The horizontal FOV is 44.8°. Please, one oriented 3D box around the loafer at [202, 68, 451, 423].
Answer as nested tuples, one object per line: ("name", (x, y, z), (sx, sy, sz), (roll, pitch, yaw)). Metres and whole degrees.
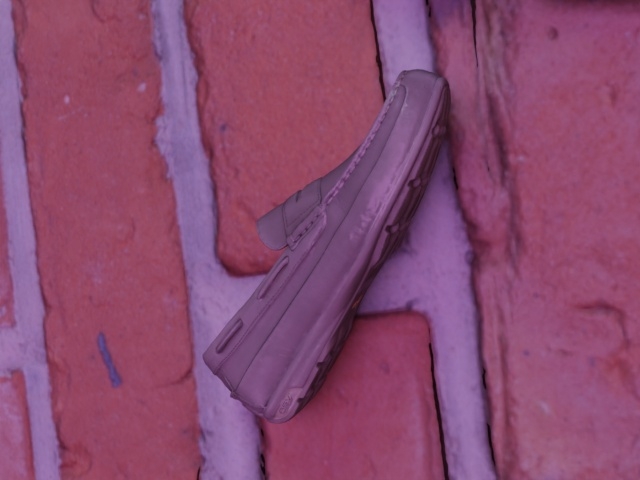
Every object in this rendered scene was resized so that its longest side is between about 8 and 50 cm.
("loafer", (0.000, 0.000, 0.634), (0.111, 0.112, 0.319), (31, 102, 12))
